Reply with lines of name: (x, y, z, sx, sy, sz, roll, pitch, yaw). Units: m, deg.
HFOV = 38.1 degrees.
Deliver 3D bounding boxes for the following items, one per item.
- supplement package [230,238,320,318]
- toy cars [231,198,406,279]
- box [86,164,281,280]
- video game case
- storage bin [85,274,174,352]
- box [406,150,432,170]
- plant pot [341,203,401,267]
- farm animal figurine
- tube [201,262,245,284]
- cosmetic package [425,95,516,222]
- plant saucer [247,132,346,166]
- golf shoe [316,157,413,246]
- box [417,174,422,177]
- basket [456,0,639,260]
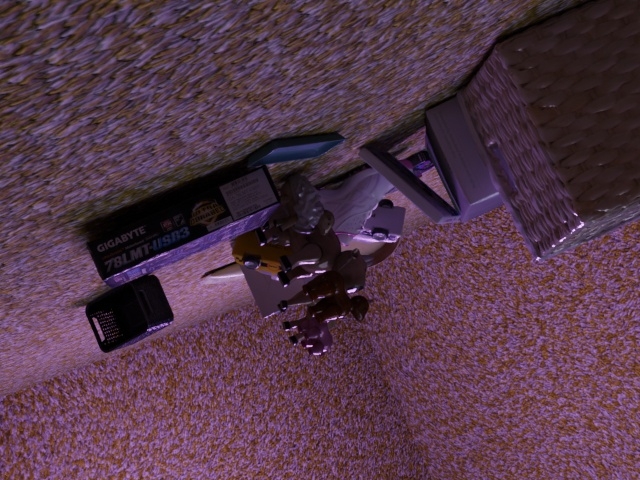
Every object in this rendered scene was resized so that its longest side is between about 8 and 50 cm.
supplement package: (-0.065, 0.050, 2.177, 0.149, 0.194, 0.203, -27, 174, 34)
toy cars: (0.000, 0.000, 2.025, 0.393, 0.176, 0.087, -22, 146, -18)
box: (-0.222, -0.013, 1.505, 0.293, 0.073, 0.295, -22, 178, -11)
video game case: (0.173, -0.104, 1.777, 0.023, 0.201, 0.183, -51, 167, 14)
storage bin: (-0.431, 0.165, 2.091, 0.180, 0.122, 0.084, -28, 173, 34)
box: (0.220, -0.172, 2.158, 0.116, 0.029, 0.162, -28, 174, 27)
plant pot: (0.083, -0.021, 2.306, 0.236, 0.236, 0.032, -26, -143, 16)
farm animal figurine: (0.001, 0.046, 1.786, 0.172, 0.327, 0.330, -23, 176, -17)
tube: (-0.210, 0.078, 2.571, 0.240, 0.062, 0.070, -17, 128, -20)
cosmetic package: (0.306, -0.162, 1.781, 0.155, 0.197, 0.365, -25, 173, 5)
plant saucer: (-0.036, -0.142, 1.440, 0.067, 0.018, 0.192, -28, 174, 34)
golf shoe: (0.067, -0.068, 1.944, 0.306, 0.140, 0.115, -25, 173, -3)
box: (0.172, -0.137, 2.283, 0.137, 0.027, 0.094, -20, 174, -37)
basket: (0.445, -0.189, 1.465, 0.331, 0.328, 0.266, -23, 172, -8)
